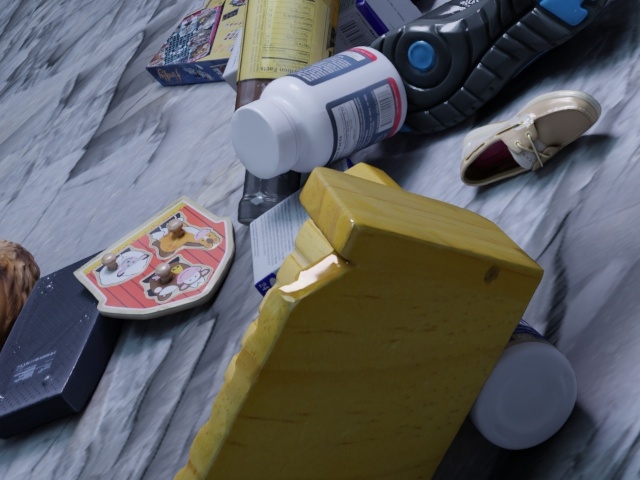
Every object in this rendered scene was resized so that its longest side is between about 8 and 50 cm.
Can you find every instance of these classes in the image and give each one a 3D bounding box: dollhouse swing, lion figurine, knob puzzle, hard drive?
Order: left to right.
[{"bbox_3d":[-0.469,0.074,1.953,0.142,0.392,0.240,20,79,15],"label":"lion figurine"},{"bbox_3d":[-0.315,0.124,1.935,0.172,0.054,0.255,-23,33,31],"label":"hard drive"},{"bbox_3d":[-0.184,0.023,1.885,0.213,0.030,0.213,-15,37,11],"label":"knob puzzle"},{"bbox_3d":[-0.045,0.088,1.311,0.305,0.315,0.347,40,108,41],"label":"dollhouse swing"}]

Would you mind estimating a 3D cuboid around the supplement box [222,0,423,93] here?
[{"bbox_3d":[0.004,-0.238,1.973,0.220,0.111,0.114,-24,33,29],"label":"supplement box"}]

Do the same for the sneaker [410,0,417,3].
[{"bbox_3d":[0.067,-0.292,2.032,0.178,0.072,0.077,-17,49,51],"label":"sneaker"}]

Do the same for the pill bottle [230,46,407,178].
[{"bbox_3d":[-0.004,-0.134,1.722,0.180,0.108,0.108,-26,16,-36],"label":"pill bottle"}]

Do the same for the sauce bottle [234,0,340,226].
[{"bbox_3d":[-0.042,-0.185,1.833,0.111,0.111,0.344,-1,80,51],"label":"sauce bottle"}]

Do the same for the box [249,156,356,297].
[{"bbox_3d":[0.000,0.000,1.694,0.137,0.072,0.126,-34,29,16],"label":"box"}]

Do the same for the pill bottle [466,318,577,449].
[{"bbox_3d":[0.139,0.100,1.361,0.094,0.094,0.169,-43,29,-1],"label":"pill bottle"}]

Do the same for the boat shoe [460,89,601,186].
[{"bbox_3d":[0.205,-0.094,1.586,0.170,0.063,0.059,-26,34,45],"label":"boat shoe"}]

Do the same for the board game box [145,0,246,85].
[{"bbox_3d":[-0.130,-0.299,2.294,0.243,0.042,0.165,3,52,53],"label":"board game box"}]

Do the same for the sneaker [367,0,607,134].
[{"bbox_3d":[0.188,-0.219,1.751,0.340,0.125,0.139,-25,5,34],"label":"sneaker"}]
